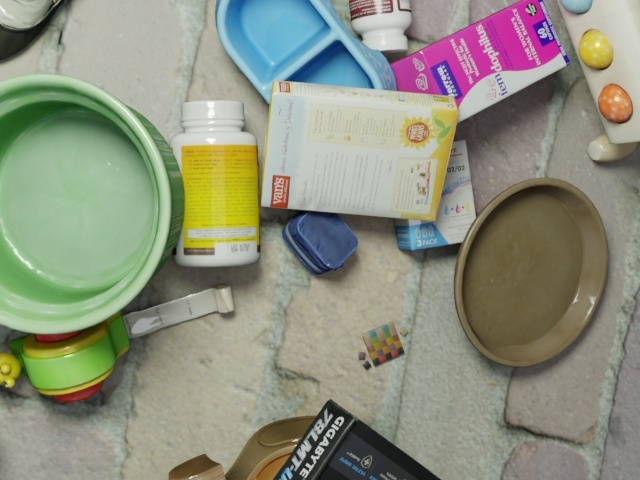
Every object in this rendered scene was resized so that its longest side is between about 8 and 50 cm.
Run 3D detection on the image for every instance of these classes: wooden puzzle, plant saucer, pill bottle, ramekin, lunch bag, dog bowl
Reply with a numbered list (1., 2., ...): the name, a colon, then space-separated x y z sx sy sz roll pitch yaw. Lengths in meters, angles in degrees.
1. wooden puzzle: 0.090 0.148 1.492 0.083 0.006 0.049 -22 97 -13
2. plant saucer: 0.299 0.045 1.492 0.278 0.041 0.278 -7 105 -28
3. pill bottle: -0.140 -0.074 1.369 0.117 0.117 0.215 -2 93 -14
4. ramekin: -0.313 -0.047 1.269 0.303 0.148 0.303 1 95 7
5. lunch bag: 0.000 0.000 1.435 0.067 0.065 0.098 -43 100 -25
6. dog bowl: -0.022 -0.242 1.384 0.166 0.074 0.297 -36 102 15
7. pill bottle: 0.081 -0.335 1.434 0.086 0.086 0.152 -7 93 -14

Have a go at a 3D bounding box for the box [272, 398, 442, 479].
1. box: 0.028 0.404 1.393 0.295 0.073 0.293 43 78 -38

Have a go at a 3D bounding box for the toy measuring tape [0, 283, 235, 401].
1. toy measuring tape: -0.262 0.131 1.340 0.330 0.121 0.121 -15 95 -13

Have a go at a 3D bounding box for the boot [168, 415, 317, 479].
1. boot: -0.056 0.375 1.415 0.283 0.109 0.220 -19 104 -24

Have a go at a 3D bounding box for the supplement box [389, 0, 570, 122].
1. supplement box: 0.217 -0.242 1.439 0.220 0.114 0.111 -29 98 -22

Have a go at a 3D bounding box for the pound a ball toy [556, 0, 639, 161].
1. pound a ball toy: 0.397 -0.252 1.442 0.136 0.208 0.319 -27 101 -23

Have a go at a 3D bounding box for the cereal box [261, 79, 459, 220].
1. cereal box: 0.047 -0.115 1.355 0.240 0.047 0.173 6 125 -5

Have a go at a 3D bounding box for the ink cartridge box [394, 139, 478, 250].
1. ink cartridge box: 0.155 -0.083 1.473 0.104 0.061 0.181 -10 94 -14

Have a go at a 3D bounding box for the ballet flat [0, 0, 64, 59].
1. ballet flat: -0.352 -0.346 1.316 0.095 0.096 0.280 41 82 -13
